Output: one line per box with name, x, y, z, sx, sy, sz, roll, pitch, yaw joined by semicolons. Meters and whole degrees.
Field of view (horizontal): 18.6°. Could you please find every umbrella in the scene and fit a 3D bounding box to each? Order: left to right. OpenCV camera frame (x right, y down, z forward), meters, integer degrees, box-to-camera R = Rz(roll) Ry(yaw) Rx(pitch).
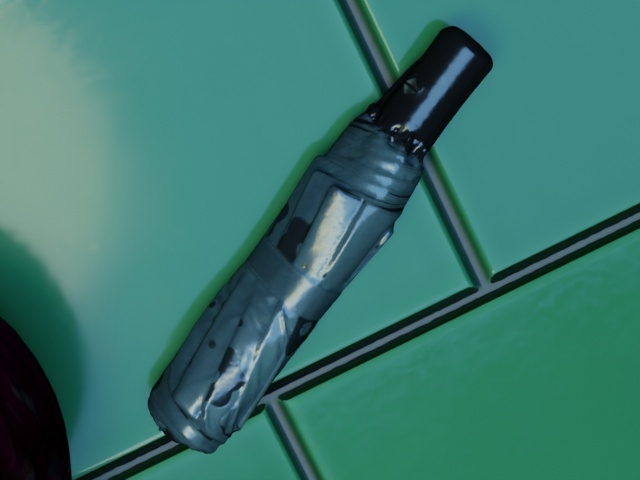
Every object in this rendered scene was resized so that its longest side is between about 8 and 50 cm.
umbrella;0.000;0.000;0.970;0.052;0.053;0.250;36;96;-9

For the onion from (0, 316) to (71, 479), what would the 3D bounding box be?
onion;-0.237;0.113;0.881;0.230;0.256;0.272;-1;124;11
